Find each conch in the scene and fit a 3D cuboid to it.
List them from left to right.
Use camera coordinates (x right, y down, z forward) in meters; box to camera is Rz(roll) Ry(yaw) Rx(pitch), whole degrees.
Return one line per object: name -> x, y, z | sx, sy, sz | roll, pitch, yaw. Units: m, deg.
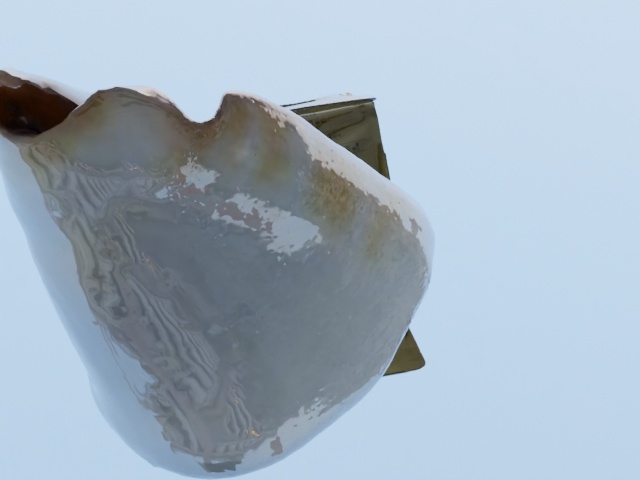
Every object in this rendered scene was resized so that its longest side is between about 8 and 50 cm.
conch -> -0.031, 0.000, 0.558 | 0.104, 0.176, 0.094 | 11, -132, 35

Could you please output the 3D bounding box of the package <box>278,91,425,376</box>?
package -> 0.000, 0.000, 0.891 | 0.071, 0.047, 0.131 | -14, -84, -16
